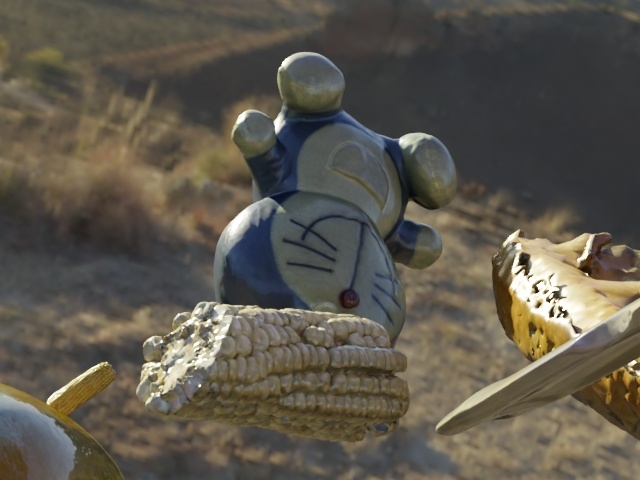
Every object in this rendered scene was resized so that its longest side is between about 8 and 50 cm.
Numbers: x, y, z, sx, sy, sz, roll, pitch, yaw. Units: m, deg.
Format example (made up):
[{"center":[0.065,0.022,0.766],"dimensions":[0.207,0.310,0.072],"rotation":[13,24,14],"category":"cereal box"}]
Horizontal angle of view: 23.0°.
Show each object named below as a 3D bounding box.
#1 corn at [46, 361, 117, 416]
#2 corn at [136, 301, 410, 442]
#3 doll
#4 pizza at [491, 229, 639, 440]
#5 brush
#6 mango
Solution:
[{"center":[-0.242,0.153,1.583],"dimensions":[0.027,0.083,0.028],"rotation":[50,-9,41],"category":"corn"},{"center":[-0.027,0.076,0.967],"dimensions":[0.087,0.087,0.211],"rotation":[34,10,39],"category":"corn"},{"center":[0.000,0.000,1.304],"dimensions":[0.228,0.154,0.258],"rotation":[35,46,-29],"category":"doll"},{"center":[0.347,0.060,1.026],"dimensions":[0.406,0.130,0.440],"rotation":[-5,21,-24],"category":"pizza"},{"center":[0.145,0.016,0.670],"dimensions":[0.060,0.321,0.050],"rotation":[-12,72,-32],"category":"brush"},{"center":[-0.308,0.219,1.335],"dimensions":[0.384,0.199,0.221],"rotation":[13,10,-47],"category":"mango"}]
